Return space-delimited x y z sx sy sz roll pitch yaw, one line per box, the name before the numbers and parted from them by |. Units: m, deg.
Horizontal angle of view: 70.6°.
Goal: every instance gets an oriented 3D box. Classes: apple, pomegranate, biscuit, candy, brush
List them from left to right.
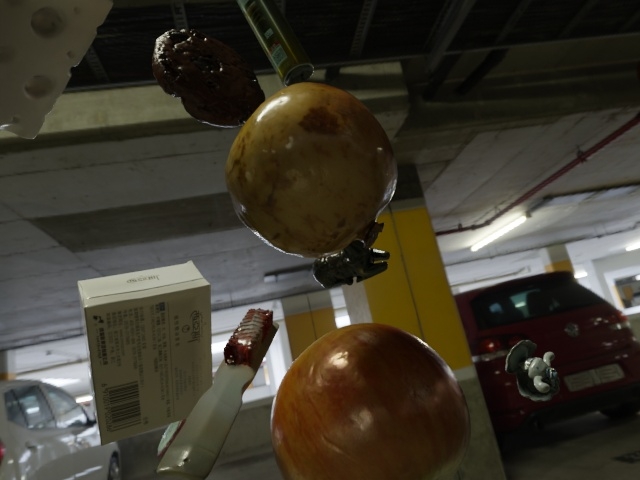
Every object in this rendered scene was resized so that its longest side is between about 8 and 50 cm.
candy | -0.292 0.403 0.929 0.043 0.103 0.103 37 -35 -14
biscuit | -0.169 -0.256 0.708 0.192 0.192 0.049 1 -30 -40
brush | -0.123 0.183 0.623 0.060 0.050 0.321 4 21 8
pomegranate | 0.001 -0.080 0.553 0.215 0.216 0.215 -12 -15 -3
apple | 0.067 0.253 0.635 0.285 0.233 0.286 -25 -39 -22

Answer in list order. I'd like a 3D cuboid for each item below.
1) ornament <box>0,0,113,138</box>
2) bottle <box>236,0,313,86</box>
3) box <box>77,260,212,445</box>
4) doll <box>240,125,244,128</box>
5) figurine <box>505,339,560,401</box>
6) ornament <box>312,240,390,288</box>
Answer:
ornament | -0.463 -0.301 0.541 0.239 0.240 0.239 -48 -11 19
bottle | -0.115 -0.496 1.060 0.082 0.286 0.082 -27 -13 -7
box | -0.310 0.197 0.821 0.203 0.275 0.116 -9 24 -31
doll | -0.130 -0.258 1.082 0.101 0.089 0.179 -23 -40 19
figurine | 0.379 0.229 0.794 0.094 0.086 0.082 -28 -52 -20
ornament | 0.000 0.000 0.936 0.202 0.080 0.236 -19 -48 43
